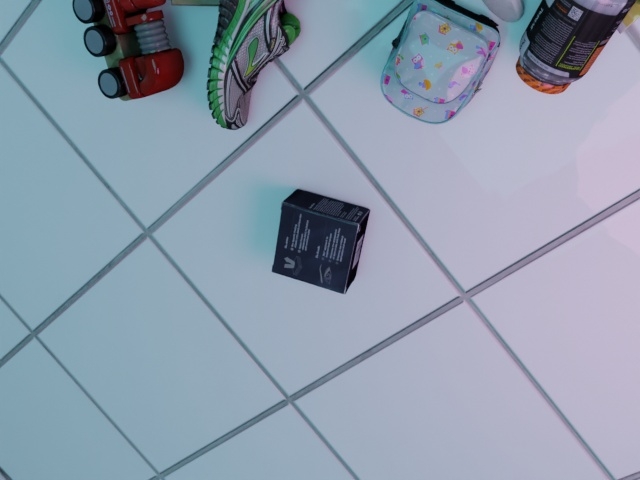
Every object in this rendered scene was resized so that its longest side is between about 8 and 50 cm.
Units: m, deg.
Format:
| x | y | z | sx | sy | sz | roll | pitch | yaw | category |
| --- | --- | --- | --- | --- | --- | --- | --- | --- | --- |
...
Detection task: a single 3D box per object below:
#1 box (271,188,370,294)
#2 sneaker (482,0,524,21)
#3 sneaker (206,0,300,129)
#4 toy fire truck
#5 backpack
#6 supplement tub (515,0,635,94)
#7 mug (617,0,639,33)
| x | y | z | sx | sy | sz | roll | pitch | yaw | category |
| --- | --- | --- | --- | --- | --- | --- | --- | --- | --- |
| 0.000 | 0.000 | 1.336 | 0.158 | 0.093 | 0.155 | 17 | 117 | 12 | box |
| 0.278 | -0.449 | 1.062 | 0.094 | 0.080 | 0.212 | -40 | 112 | -11 | sneaker |
| -0.118 | -0.341 | 1.211 | 0.146 | 0.134 | 0.343 | 13 | 129 | -8 | sneaker |
| -0.296 | -0.389 | 1.264 | 0.247 | 0.158 | 0.216 | -2 | 111 | 32 | toy fire truck |
| 0.189 | -0.287 | 1.120 | 0.166 | 0.144 | 0.188 | 26 | 121 | 2 | backpack |
| 0.377 | -0.321 | 1.025 | 0.117 | 0.117 | 0.190 | 30 | 142 | 6 | supplement tub |
| 0.464 | -0.364 | 1.031 | 0.064 | 0.062 | 0.078 | 49 | 143 | 5 | mug |
